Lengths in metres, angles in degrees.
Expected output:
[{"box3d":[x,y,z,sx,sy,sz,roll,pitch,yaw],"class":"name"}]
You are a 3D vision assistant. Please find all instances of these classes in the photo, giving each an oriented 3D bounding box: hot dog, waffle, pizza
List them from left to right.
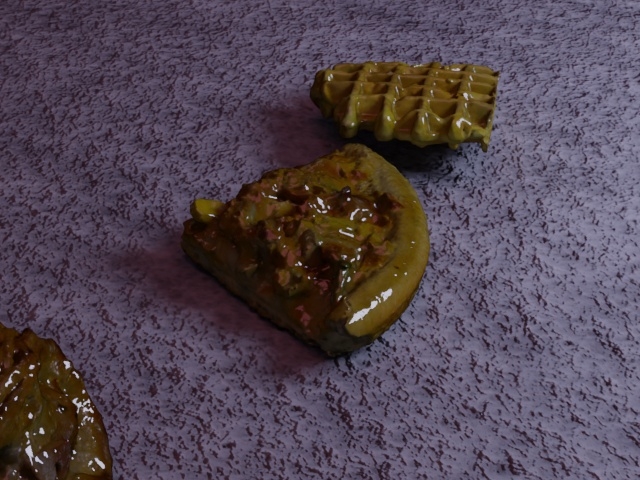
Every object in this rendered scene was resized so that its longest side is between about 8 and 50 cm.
[{"box3d":[-0.243,0.176,1.221,0.114,0.175,0.259,-19,31,18],"class":"hot dog"},{"box3d":[0.032,-0.006,1.572,0.268,0.087,0.258,-25,45,-38],"class":"pizza"},{"box3d":[0.091,-0.158,1.778,0.219,0.057,0.229,7,22,8],"class":"waffle"}]
